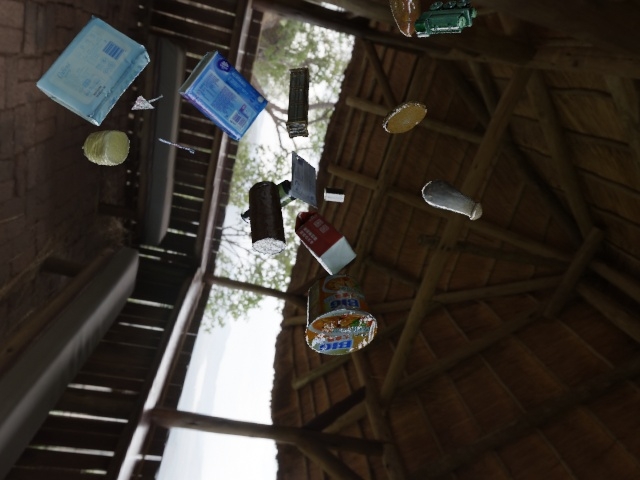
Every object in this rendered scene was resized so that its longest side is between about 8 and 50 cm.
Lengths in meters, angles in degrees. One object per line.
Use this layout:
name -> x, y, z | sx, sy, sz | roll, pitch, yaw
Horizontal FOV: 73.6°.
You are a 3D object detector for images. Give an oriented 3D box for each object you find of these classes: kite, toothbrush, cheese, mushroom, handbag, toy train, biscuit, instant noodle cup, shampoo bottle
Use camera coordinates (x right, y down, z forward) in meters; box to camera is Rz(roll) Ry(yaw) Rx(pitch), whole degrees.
kite -> -0.790, -0.628, 1.950 | 0.139, 0.156, 0.011 | 77, -11, -86
toothbrush -> -0.761, -0.502, 2.263 | 0.013, 0.193, 0.019 | -50, -145, 36
cheese -> -0.762, -0.331, 1.522 | 0.167, 0.094, 0.123 | 10, -99, 39
mushroom -> 0.459, -0.147, 1.529 | 0.103, 0.118, 0.270 | -67, -153, 17
handbag -> 0.000, 0.000, 1.876 | 0.151, 0.171, 0.298 | -42, -133, -6
toy train -> 0.380, -0.671, 1.297 | 0.170, 0.071, 0.111 | 22, -114, 41
biscuit -> 0.398, -0.585, 2.027 | 0.226, 0.226, 0.042 | 122, -46, -61
instant noodle cup -> 0.070, 0.289, 1.729 | 0.214, 0.296, 0.296 | -100, -156, -48
shampoo bottle -> -0.238, -0.164, 1.913 | 0.284, 0.101, 0.101 | -29, -148, 17

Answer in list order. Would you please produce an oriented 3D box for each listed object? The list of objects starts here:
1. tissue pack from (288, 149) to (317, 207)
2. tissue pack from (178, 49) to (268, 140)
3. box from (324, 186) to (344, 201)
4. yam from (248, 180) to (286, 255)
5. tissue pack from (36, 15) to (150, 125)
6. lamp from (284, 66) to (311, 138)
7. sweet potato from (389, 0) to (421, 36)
tissue pack -> -0.056, -0.210, 1.480 | 0.026, 0.122, 0.193 | -27, -132, 35
tissue pack -> -0.362, -0.537, 1.605 | 0.198, 0.263, 0.146 | -54, -144, -3
box -> 0.058, -0.193, 1.791 | 0.083, 0.079, 0.035 | -95, -169, -63
yam -> -0.195, -0.081, 1.520 | 0.131, 0.131, 0.280 | 114, -29, -50
tissue pack -> -0.646, -0.485, 1.232 | 0.263, 0.177, 0.089 | -59, -176, -10
lamp -> -0.092, -0.581, 1.800 | 0.090, 0.089, 0.325 | 73, 17, -60
sweet potato -> 0.282, -0.899, 1.455 | 0.109, 0.109, 0.385 | -114, -164, -72
